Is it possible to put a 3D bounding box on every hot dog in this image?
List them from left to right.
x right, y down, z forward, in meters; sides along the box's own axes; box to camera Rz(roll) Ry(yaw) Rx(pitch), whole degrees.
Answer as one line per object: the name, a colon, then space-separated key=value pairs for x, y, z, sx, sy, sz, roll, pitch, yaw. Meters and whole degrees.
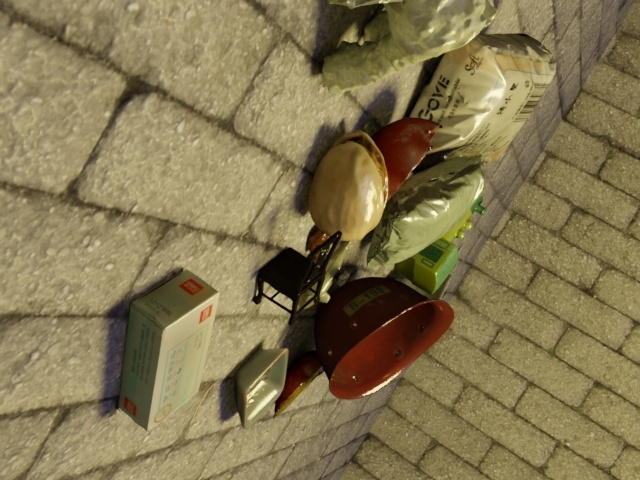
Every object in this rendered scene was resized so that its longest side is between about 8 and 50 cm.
hot dog: x=0.000 y=0.000 z=1.641 sx=0.058 sy=0.035 sz=0.083 roll=-41 pitch=155 yaw=-39

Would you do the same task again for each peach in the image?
peach: x=-0.067 y=0.382 z=2.019 sx=0.279 sy=0.068 sz=0.189 roll=-32 pitch=157 yaw=-54

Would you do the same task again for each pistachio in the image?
pistachio: x=0.057 y=-0.104 z=1.470 sx=0.157 sy=0.157 sz=0.229 roll=-36 pitch=143 yaw=-47

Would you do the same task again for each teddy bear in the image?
teddy bear: x=0.098 y=-0.448 z=1.100 sx=0.327 sy=0.375 sz=0.362 roll=-46 pitch=116 yaw=-28

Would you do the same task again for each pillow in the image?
pillow: x=0.242 y=-0.066 z=1.758 sx=0.310 sy=0.138 sz=0.283 roll=-32 pitch=163 yaw=-27

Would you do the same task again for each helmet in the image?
helmet: x=0.129 y=0.216 z=1.955 sx=0.385 sy=0.230 sz=0.337 roll=-31 pitch=146 yaw=-16

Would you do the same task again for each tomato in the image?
tomato: x=0.148 y=-0.178 z=1.576 sx=0.228 sy=0.112 sz=0.199 roll=-54 pitch=-177 yaw=19

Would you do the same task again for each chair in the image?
chair: x=-0.046 y=0.052 z=1.490 sx=0.106 sy=0.113 sz=0.229 roll=-40 pitch=155 yaw=-43

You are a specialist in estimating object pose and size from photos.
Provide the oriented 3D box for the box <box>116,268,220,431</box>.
box: x=-0.258 y=0.188 z=1.245 sx=0.135 sy=0.079 sz=0.269 roll=-35 pitch=151 yaw=-46

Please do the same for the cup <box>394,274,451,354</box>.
cup: x=0.278 y=0.229 z=2.423 sx=0.347 sy=0.163 sz=0.347 roll=-60 pitch=171 yaw=-16

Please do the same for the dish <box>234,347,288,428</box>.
dish: x=-0.152 y=0.348 z=1.764 sx=0.154 sy=0.064 sz=0.234 roll=-43 pitch=155 yaw=-35

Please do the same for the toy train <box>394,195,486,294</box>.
toy train: x=0.306 y=-0.054 z=1.991 sx=0.369 sy=0.237 sz=0.150 roll=-48 pitch=156 yaw=-26

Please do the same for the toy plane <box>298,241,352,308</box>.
toy plane: x=0.037 y=0.041 z=1.731 sx=0.286 sy=0.092 sz=0.108 roll=-54 pitch=-178 yaw=-8

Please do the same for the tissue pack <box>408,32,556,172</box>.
tissue pack: x=0.368 y=-0.315 z=1.778 sx=0.390 sy=0.195 sz=0.375 roll=-10 pitch=134 yaw=-47
